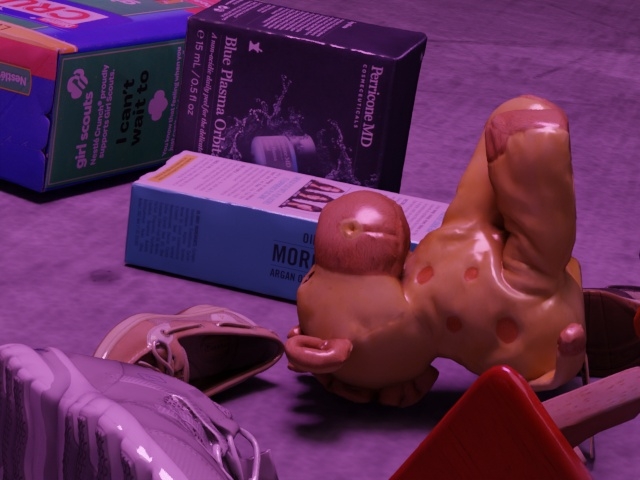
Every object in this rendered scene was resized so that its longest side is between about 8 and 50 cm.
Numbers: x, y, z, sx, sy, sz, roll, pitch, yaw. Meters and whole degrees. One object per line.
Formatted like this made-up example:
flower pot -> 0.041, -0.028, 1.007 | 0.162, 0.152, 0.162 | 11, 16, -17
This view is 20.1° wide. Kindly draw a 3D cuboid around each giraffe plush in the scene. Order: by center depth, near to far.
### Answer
giraffe plush -> 0.065, 0.027, 1.039 | 0.171, 0.210, 0.181 | -5, -23, 8

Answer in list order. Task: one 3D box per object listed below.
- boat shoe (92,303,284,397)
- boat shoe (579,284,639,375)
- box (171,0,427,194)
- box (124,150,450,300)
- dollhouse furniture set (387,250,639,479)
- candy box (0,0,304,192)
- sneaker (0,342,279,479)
boat shoe -> -0.075, 0.069, 0.993 | 0.048, 0.056, 0.153 | 11, 11, 25
boat shoe -> 0.193, 0.057, 1.151 | 0.152, 0.056, 0.049 | 5, 5, -11
box -> -0.018, -0.082, 1.304 | 0.158, 0.156, 0.093 | 12, 19, 13
box -> 0.000, 0.000, 1.217 | 0.244, 0.060, 0.100 | 12, 19, 14
dollhouse furniture set -> 0.102, 0.158, 0.520 | 0.135, 0.262, 0.259 | -11, 57, -40
candy box -> -0.210, -0.148, 1.479 | 0.268, 0.122, 0.317 | 19, 23, 31
sneaker -> -0.062, 0.106, 0.800 | 0.115, 0.105, 0.281 | -2, 20, -26
